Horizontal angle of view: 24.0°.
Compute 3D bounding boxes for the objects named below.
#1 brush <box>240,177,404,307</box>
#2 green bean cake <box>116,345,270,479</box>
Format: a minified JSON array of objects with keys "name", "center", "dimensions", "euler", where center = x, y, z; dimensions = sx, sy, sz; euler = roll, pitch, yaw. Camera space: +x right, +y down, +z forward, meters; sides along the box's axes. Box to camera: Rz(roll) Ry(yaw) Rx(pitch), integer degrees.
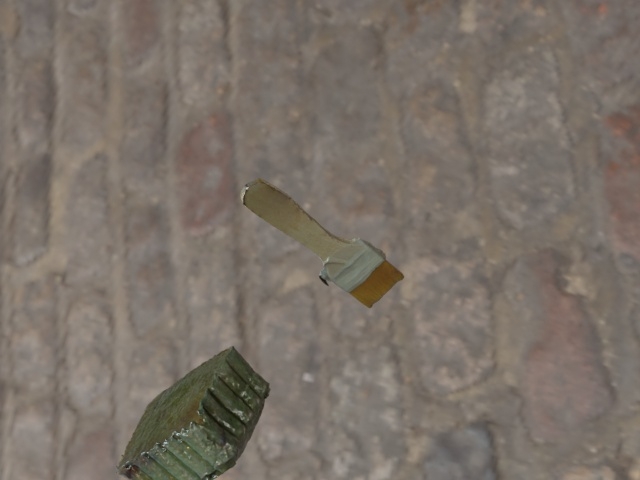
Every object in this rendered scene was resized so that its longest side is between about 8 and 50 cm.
[{"name":"brush","center":[0.000,0.000,1.993],"dimensions":[0.085,0.336,0.020],"euler":[-43,48,8]},{"name":"green bean cake","center":[-0.162,0.247,1.973],"dimensions":[0.173,0.094,0.181],"euler":[-35,16,31]}]
